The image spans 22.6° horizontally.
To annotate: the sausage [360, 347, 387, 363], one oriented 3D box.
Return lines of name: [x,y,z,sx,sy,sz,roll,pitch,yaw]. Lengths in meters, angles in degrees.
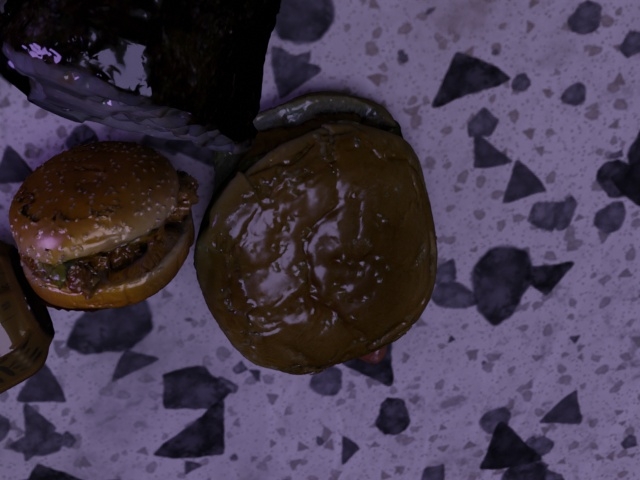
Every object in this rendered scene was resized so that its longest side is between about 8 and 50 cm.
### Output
sausage: [0.005,0.103,1.799,0.158,0.036,0.042,18,102,-23]

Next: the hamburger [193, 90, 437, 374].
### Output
hamburger: [-0.002,0.000,1.665,0.265,0.134,0.285,-21,123,-7]

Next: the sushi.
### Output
sushi: [-0.164,-0.198,1.411,0.234,0.348,0.208,17,90,8]

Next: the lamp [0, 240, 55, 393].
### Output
lamp: [-0.372,0.090,1.615,0.185,0.161,0.161,-24,123,-1]

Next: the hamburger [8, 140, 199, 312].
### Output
hamburger: [-0.210,-0.023,1.579,0.191,0.182,0.118,-16,130,-6]

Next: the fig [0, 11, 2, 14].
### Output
fig: [-0.413,-0.190,1.466,0.257,0.159,0.159,21,114,-3]
